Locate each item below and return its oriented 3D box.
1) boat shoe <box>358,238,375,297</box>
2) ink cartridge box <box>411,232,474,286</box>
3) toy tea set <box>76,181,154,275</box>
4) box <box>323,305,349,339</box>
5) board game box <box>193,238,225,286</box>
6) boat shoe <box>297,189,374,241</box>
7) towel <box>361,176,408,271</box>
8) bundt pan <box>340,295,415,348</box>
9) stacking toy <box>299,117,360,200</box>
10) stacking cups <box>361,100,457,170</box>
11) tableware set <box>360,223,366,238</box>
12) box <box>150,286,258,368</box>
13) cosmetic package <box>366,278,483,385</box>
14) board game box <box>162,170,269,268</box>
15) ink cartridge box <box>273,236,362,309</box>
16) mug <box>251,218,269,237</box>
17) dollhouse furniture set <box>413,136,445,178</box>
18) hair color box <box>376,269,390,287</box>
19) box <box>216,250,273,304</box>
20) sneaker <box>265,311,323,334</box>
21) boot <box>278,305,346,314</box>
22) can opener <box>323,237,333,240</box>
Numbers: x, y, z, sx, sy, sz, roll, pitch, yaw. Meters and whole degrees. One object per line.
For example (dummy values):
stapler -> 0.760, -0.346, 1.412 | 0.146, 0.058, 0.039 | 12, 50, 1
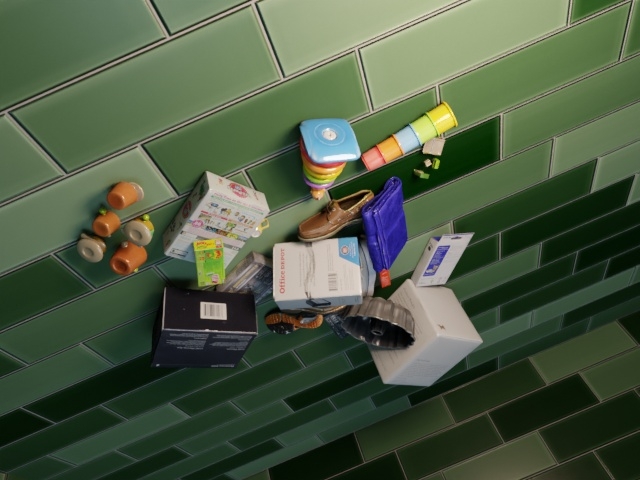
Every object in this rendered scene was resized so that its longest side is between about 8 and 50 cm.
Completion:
boat shoe -> 0.133, 0.130, 1.906 | 0.157, 0.135, 0.367 | -13, 147, -6
ink cartridge box -> 0.535, 0.071, 2.052 | 0.166, 0.065, 0.332 | -2, 135, -21
toy tea set -> -0.608, -0.039, 1.447 | 0.200, 0.124, 0.336 | 35, 121, -11
box -> 0.127, 0.357, 2.173 | 0.184, 0.059, 0.232 | -27, 137, 5
board game box -> -0.370, 0.075, 1.549 | 0.092, 0.043, 0.181 | -8, 137, -16
boat shoe -> 0.051, -0.098, 1.653 | 0.308, 0.110, 0.104 | -24, 135, -13
towel -> 0.252, -0.050, 1.701 | 0.227, 0.076, 0.308 | -47, 140, -29
bundt pan -> 0.259, 0.346, 2.007 | 0.331, 0.124, 0.330 | 15, 150, 9
stacking toy -> 0.003, -0.231, 1.478 | 0.166, 0.175, 0.301 | -8, 149, -15
stacking cups -> 0.282, -0.333, 1.512 | 0.317, 0.096, 0.096 | -29, 137, 8
tableware set -> 0.228, -0.053, 1.805 | 0.194, 0.039, 0.128 | 21, 100, -44
box -> -0.452, 0.345, 1.779 | 0.344, 0.178, 0.312 | 8, 138, -24
cosmetic package -> 0.469, 0.450, 2.213 | 0.328, 0.329, 0.393 | 16, 126, -34
board game box -> -0.347, -0.055, 1.525 | 0.224, 0.097, 0.303 | 20, 125, -38
ink cartridge box -> -0.009, 0.122, 1.686 | 0.308, 0.222, 0.129 | -5, 155, 4
mug -> -0.225, -0.049, 1.605 | 0.078, 0.064, 0.062 | -41, 134, 19
dollhouse furniture set -> 0.380, -0.299, 1.639 | 0.076, 0.058, 0.151 | 5, 112, -17
hair color box -> 0.265, 0.131, 1.992 | 0.043, 0.071, 0.141 | -20, 138, -2
box -> -0.264, 0.158, 1.805 | 0.183, 0.056, 0.231 | 28, 118, -39
sneaker -> -0.109, 0.342, 2.034 | 0.263, 0.121, 0.099 | -6, 99, 11
boot -> -0.023, 0.235, 1.941 | 0.306, 0.112, 0.115 | -1, 123, -9
can opener -> 0.000, 0.000, 1.758 | 0.059, 0.073, 0.186 | -46, 143, 12
